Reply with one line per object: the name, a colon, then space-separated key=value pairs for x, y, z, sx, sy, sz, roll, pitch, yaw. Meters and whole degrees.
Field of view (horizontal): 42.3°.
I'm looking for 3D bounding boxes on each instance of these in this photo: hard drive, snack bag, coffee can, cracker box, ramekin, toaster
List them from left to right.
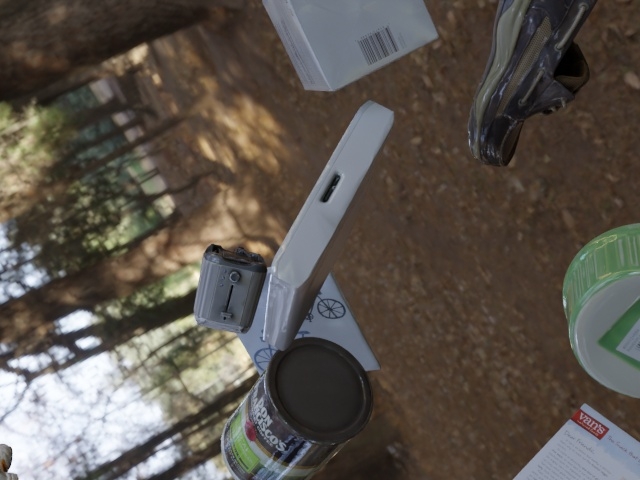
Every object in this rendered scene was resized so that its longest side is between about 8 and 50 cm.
toaster: x=-0.182 y=0.093 z=1.638 sx=0.227 sy=0.129 sz=0.147 roll=-141 pitch=64 yaw=-79
snack bag: x=-0.066 y=0.184 z=1.874 sx=0.343 sy=0.322 sz=0.037 roll=63 pitch=-149 yaw=-28
coffee can: x=-0.049 y=0.333 z=1.532 sx=0.202 sy=0.201 sz=0.275 roll=56 pitch=141 yaw=20
hard drive: x=0.000 y=0.000 z=1.051 sx=0.047 sy=0.233 sz=0.353 roll=27 pitch=162 yaw=4
cracker box: x=0.326 y=0.342 z=1.047 sx=0.155 sy=0.232 sz=0.067 roll=37 pitch=158 yaw=35
ramekin: x=0.583 y=0.135 z=1.468 sx=0.304 sy=0.303 sz=0.148 roll=61 pitch=-153 yaw=-17

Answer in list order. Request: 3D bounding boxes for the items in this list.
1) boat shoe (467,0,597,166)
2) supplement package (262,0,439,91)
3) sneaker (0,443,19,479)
boat shoe: x=0.289 y=-0.221 z=1.112 sx=0.130 sy=0.132 sz=0.355 roll=23 pitch=147 yaw=16
supplement package: x=0.026 y=-0.268 z=0.995 sx=0.134 sy=0.139 sz=0.244 roll=63 pitch=178 yaw=-13
sneaker: x=-0.616 y=0.430 z=1.473 sx=0.121 sy=0.099 sz=0.262 roll=23 pitch=176 yaw=-26
